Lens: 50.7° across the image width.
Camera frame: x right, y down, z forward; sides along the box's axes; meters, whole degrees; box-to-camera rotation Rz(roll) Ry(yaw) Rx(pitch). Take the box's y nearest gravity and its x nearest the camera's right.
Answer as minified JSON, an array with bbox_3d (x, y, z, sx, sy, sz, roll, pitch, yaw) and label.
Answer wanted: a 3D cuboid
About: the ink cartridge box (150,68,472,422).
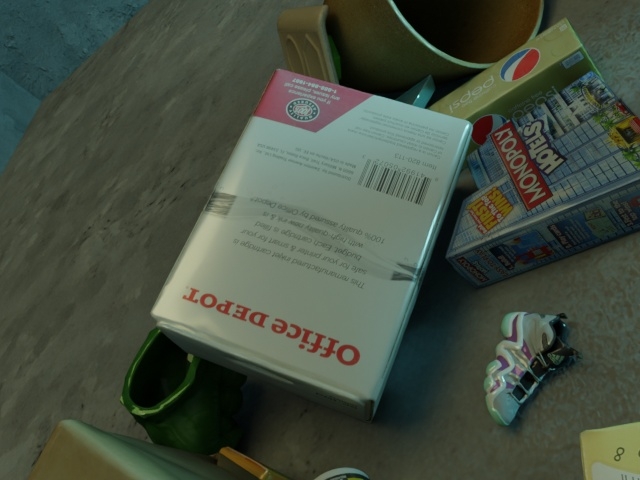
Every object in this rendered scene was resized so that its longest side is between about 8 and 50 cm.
[{"bbox_3d":[0.000,0.000,0.644,0.207,0.117,0.283,19,68,11],"label":"ink cartridge box"}]

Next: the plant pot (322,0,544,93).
[{"bbox_3d":[0.102,-0.283,0.845,0.254,0.237,0.237,-18,41,63],"label":"plant pot"}]

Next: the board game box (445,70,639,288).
[{"bbox_3d":[0.197,-0.052,0.615,0.194,0.060,0.194,-34,36,21],"label":"board game box"}]

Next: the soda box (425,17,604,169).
[{"bbox_3d":[0.197,-0.149,0.715,0.181,0.058,0.061,-30,37,26],"label":"soda box"}]

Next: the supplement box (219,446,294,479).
[{"bbox_3d":[-0.095,0.306,0.581,0.080,0.078,0.233,0,57,50],"label":"supplement box"}]

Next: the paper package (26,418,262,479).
[{"bbox_3d":[-0.089,0.317,0.390,0.309,0.168,0.324,18,77,36],"label":"paper package"}]

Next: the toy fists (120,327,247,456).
[{"bbox_3d":[-0.148,0.225,0.675,0.096,0.142,0.279,3,55,17],"label":"toy fists"}]

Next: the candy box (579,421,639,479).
[{"bbox_3d":[0.282,0.111,0.231,0.316,0.183,0.087,-23,42,35],"label":"candy box"}]

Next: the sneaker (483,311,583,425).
[{"bbox_3d":[0.167,0.096,0.518,0.069,0.038,0.098,-12,48,45],"label":"sneaker"}]

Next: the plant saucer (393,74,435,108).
[{"bbox_3d":[0.081,-0.143,0.828,0.067,0.018,0.192,-59,14,-15],"label":"plant saucer"}]

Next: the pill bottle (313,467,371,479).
[{"bbox_3d":[0.028,0.238,0.515,0.065,0.065,0.116,-44,34,9],"label":"pill bottle"}]

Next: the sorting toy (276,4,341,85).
[{"bbox_3d":[-0.001,-0.200,0.890,0.038,0.208,0.193,-16,21,-14],"label":"sorting toy"}]
